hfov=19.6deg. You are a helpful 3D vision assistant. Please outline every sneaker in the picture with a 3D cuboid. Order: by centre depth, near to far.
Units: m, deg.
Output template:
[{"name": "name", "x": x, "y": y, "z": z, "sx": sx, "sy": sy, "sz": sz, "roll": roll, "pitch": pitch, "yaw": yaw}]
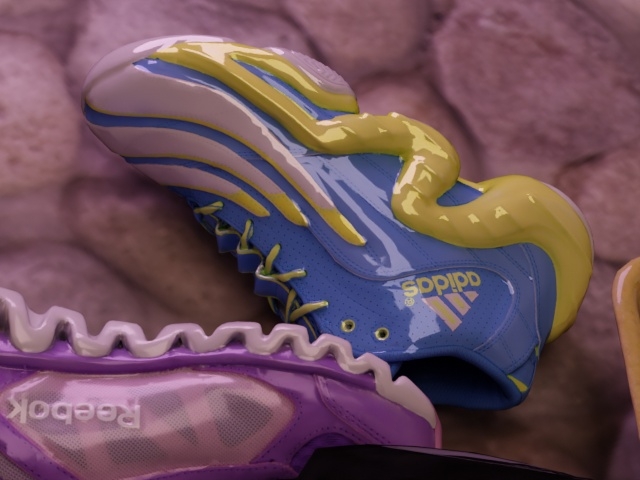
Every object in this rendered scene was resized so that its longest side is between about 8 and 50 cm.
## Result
[{"name": "sneaker", "x": -0.072, "y": 0.086, "z": 0.717, "sx": 0.236, "sy": 0.095, "sz": 0.105, "roll": 7, "pitch": 61, "yaw": -3}, {"name": "sneaker", "x": 0.000, "y": 0.000, "z": 0.789, "sx": 0.240, "sy": 0.091, "sz": 0.126, "roll": 19, "pitch": 54, "yaw": -2}]

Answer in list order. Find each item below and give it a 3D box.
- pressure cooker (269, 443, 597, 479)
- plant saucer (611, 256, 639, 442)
[{"name": "pressure cooker", "x": 0.012, "y": 0.241, "z": 0.431, "sx": 0.375, "sy": 0.420, "sz": 0.370, "roll": -12, "pitch": 91, "yaw": -9}, {"name": "plant saucer", "x": 0.286, "y": 0.172, "z": 0.748, "sx": 0.332, "sy": 0.081, "sz": 0.333, "roll": 3, "pitch": 55, "yaw": -11}]
